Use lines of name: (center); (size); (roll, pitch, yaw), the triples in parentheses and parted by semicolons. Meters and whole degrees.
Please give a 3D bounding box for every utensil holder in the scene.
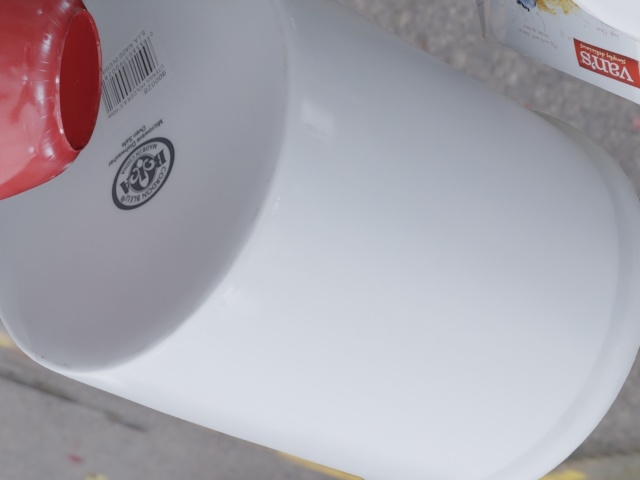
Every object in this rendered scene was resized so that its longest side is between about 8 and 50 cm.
utensil holder: (0.000, 0.000, 1.240); (0.327, 0.328, 0.385); (-7, 159, 42)

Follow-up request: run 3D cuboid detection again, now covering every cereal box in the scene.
cereal box: (0.168, -0.225, 1.224); (0.173, 0.047, 0.240); (31, 149, 42)

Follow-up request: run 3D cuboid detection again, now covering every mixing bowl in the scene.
mixing bowl: (-0.192, -0.100, 1.038); (0.098, 0.181, 0.181); (3, 153, 10)

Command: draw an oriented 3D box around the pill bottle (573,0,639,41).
pill bottle: (0.126, -0.149, 0.481); (0.119, 0.208, 0.119); (9, 129, 12)
